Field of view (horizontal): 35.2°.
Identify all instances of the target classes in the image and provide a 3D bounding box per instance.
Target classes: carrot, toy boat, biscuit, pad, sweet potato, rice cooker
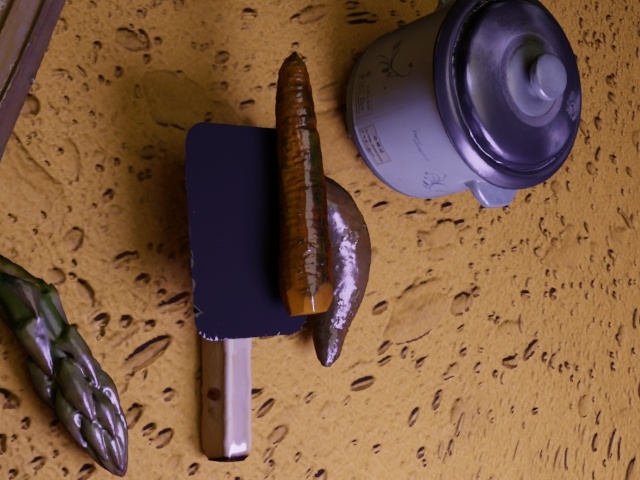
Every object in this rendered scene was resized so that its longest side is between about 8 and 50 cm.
[{"bbox_3d":[-0.026,-0.069,1.194,0.066,0.066,0.314,-1,84,-36],"label":"carrot"},{"bbox_3d":[-0.378,-0.176,1.023,0.162,0.136,0.445,28,68,-34],"label":"toy boat"},{"bbox_3d":[-0.111,0.169,1.211,0.052,0.056,0.188,4,79,-35],"label":"biscuit"},{"bbox_3d":[-0.160,-0.009,1.151,0.323,0.055,0.250,-2,88,-22],"label":"pad"},{"bbox_3d":[0.002,-0.003,1.296,0.124,0.098,0.310,-21,97,-15],"label":"sweet potato"},{"bbox_3d":[0.197,-0.191,1.340,0.264,0.317,0.316,-5,86,-36],"label":"rice cooker"}]

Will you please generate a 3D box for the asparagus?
[{"bbox_3d":[-0.275,0.133,1.085,0.080,0.080,0.287,-32,102,-35],"label":"asparagus"}]
